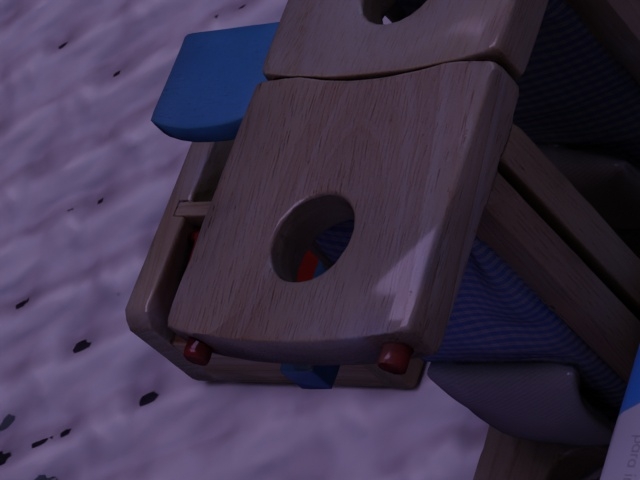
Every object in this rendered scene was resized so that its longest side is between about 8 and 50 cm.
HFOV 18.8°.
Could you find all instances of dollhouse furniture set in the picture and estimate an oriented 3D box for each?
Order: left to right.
[{"bbox_3d":[0.000,0.000,0.481,0.184,0.129,0.129,-2,58,40],"label":"dollhouse furniture set"}]

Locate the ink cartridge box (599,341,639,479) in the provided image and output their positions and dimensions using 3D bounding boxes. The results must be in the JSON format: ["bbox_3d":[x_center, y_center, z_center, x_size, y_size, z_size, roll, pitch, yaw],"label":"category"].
[{"bbox_3d":[0.148,0.044,0.366,0.181,0.061,0.104,-2,58,40],"label":"ink cartridge box"}]
